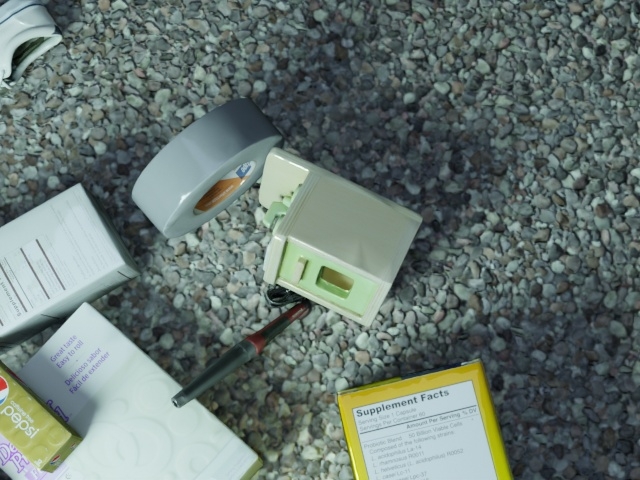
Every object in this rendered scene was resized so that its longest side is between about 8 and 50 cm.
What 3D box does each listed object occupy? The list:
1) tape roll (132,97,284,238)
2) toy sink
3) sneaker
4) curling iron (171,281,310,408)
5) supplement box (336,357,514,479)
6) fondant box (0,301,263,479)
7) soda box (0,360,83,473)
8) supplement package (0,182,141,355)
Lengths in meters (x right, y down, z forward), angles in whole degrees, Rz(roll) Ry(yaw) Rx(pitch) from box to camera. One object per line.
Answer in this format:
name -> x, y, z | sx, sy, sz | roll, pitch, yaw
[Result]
tape roll -> -0.155, -0.099, 1.337 | 0.219, 0.219, 0.072 | -40, 82, -6
toy sink -> 0.000, 0.000, 1.337 | 0.234, 0.153, 0.131 | 26, 61, 4
sneaker -> -0.503, -0.262, 1.429 | 0.258, 0.094, 0.091 | -42, 78, -7
curling iron -> -0.109, 0.141, 1.337 | 0.068, 0.035, 0.274 | 37, 56, 12
supplement box -> 0.153, 0.353, 1.271 | 0.194, 0.195, 0.356 | -13, 81, -2
fondant box -> -0.279, 0.283, 1.309 | 0.330, 0.096, 0.238 | 39, 77, 14
soda box -> -0.399, 0.221, 1.252 | 0.181, 0.058, 0.061 | 39, 78, 13
supplement package -> -0.401, 0.046, 1.353 | 0.244, 0.139, 0.134 | -30, 83, -6
